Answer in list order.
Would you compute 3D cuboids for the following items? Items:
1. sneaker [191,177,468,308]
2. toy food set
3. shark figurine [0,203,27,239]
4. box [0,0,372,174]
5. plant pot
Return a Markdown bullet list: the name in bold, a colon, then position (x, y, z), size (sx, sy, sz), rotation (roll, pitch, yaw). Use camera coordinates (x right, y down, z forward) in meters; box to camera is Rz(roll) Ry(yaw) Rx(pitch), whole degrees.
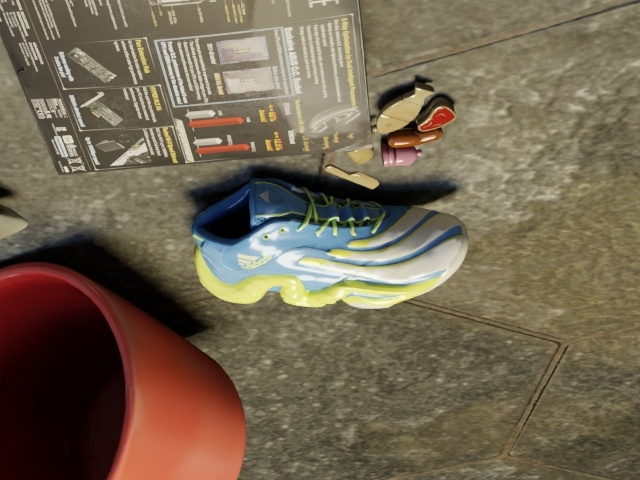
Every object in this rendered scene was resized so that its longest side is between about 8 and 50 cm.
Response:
- **sneaker**: position (0.000, 0.000, 1.537), size (0.240, 0.091, 0.126), rotation (-9, 152, 12)
- **toy food set**: position (0.062, -0.087, 1.456), size (0.078, 0.019, 0.122), rotation (20, 137, -38)
- **shark figurine**: position (-0.401, 0.029, 1.526), size (0.278, 0.116, 0.166), rotation (-25, 145, 32)
- **box**: position (-0.093, -0.157, 1.237), size (0.242, 0.076, 0.307), rotation (-5, 153, 3)
- **plant pot**: position (-0.214, 0.175, 1.695), size (0.275, 0.275, 0.243), rotation (-18, 160, 26)
